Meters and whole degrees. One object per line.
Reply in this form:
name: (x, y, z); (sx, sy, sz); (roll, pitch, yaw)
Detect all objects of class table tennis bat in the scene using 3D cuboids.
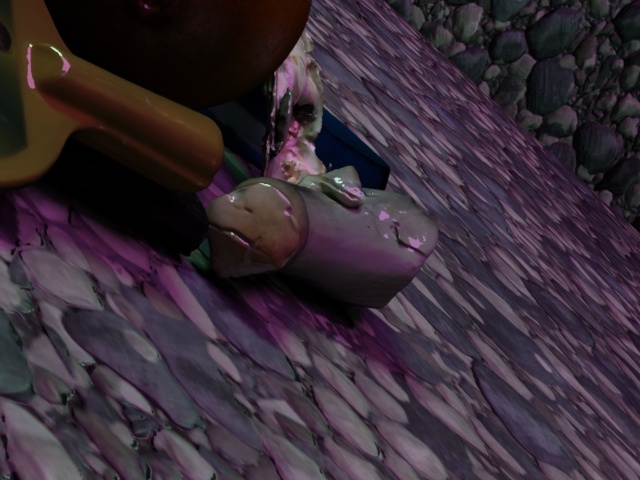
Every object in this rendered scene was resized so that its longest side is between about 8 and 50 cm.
table tennis bat: (-0.176, -0.096, 0.871); (0.321, 0.050, 0.198); (24, 45, -43)

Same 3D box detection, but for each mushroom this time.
mushroom: (-0.001, -0.001, 1.144); (0.096, 0.099, 0.278); (36, 12, 28)

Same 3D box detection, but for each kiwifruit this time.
kiwifruit: (-0.104, -0.186, 1.163); (0.196, 0.196, 0.234); (44, 13, -3)

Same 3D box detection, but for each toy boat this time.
toy boat: (-0.044, -0.107, 1.384); (0.299, 0.062, 0.096); (36, 15, -33)

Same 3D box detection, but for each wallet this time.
wallet: (-0.199, -0.110, 0.970); (0.318, 0.045, 0.172); (35, 18, -40)

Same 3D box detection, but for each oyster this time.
oyster: (-0.032, -0.107, 1.297); (0.106, 0.061, 0.200); (49, 40, -48)
